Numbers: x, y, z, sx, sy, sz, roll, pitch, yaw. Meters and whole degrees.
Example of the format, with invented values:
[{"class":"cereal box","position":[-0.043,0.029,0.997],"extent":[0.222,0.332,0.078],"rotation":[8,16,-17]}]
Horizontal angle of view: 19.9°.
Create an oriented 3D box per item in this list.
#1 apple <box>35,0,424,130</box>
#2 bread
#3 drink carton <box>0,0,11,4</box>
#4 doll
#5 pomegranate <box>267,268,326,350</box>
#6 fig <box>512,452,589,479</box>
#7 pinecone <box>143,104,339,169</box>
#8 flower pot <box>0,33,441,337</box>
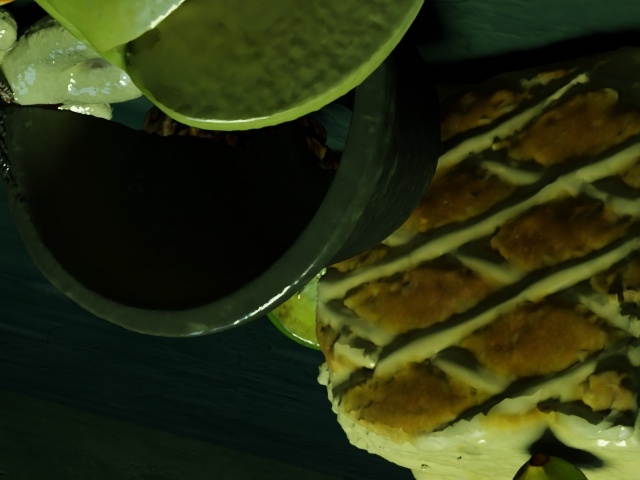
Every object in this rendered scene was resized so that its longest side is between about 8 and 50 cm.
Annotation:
[{"class":"apple","position":[-0.066,-0.218,1.219],"extent":[0.292,0.254,0.292],"rotation":[42,176,4]},{"class":"bread","position":[0.225,0.044,1.588],"extent":[0.390,0.371,0.279],"rotation":[-4,154,44]},{"class":"drink carton","position":[-0.372,-0.256,1.533],"extent":[0.351,0.111,0.154],"rotation":[-10,148,39]},{"class":"doll","position":[-0.295,-0.155,1.772],"extent":[0.278,0.149,0.175],"rotation":[-13,116,28]},{"class":"pomegranate","position":[0.000,0.015,1.937],"extent":[0.241,0.190,0.159],"rotation":[14,-176,-2]},{"class":"fig","position":[0.176,0.200,1.407],"extent":[0.074,0.074,0.088],"rotation":[5,129,25]},{"class":"pinecone","position":[-0.089,-0.060,1.773],"extent":[0.207,0.208,0.208],"rotation":[13,160,5]},{"class":"flower pot","position":[-0.044,-0.095,1.505],"extent":[0.379,0.379,0.251],"rotation":[1,173,32]}]
